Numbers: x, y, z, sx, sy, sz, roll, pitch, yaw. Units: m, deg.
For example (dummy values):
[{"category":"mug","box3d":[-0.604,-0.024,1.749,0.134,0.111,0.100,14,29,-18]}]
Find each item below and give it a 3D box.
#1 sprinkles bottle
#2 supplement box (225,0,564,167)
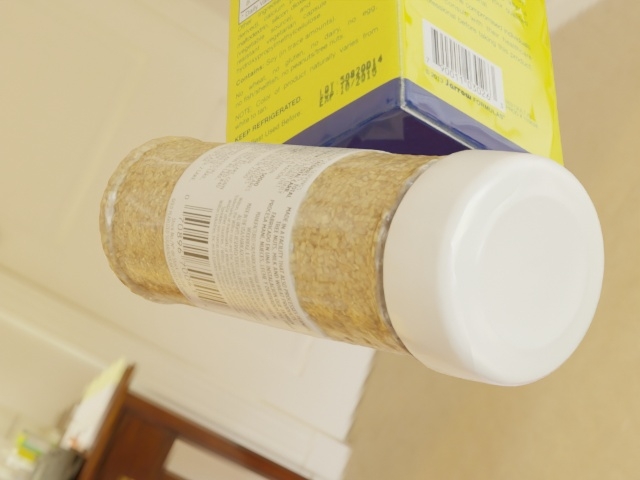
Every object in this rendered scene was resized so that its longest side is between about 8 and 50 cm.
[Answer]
[{"category":"sprinkles bottle","box3d":[0.000,0.000,0.848,0.355,0.121,0.121,9,69,52]},{"category":"supplement box","box3d":[0.057,-0.179,1.168,0.194,0.195,0.356,-27,51,38]}]
